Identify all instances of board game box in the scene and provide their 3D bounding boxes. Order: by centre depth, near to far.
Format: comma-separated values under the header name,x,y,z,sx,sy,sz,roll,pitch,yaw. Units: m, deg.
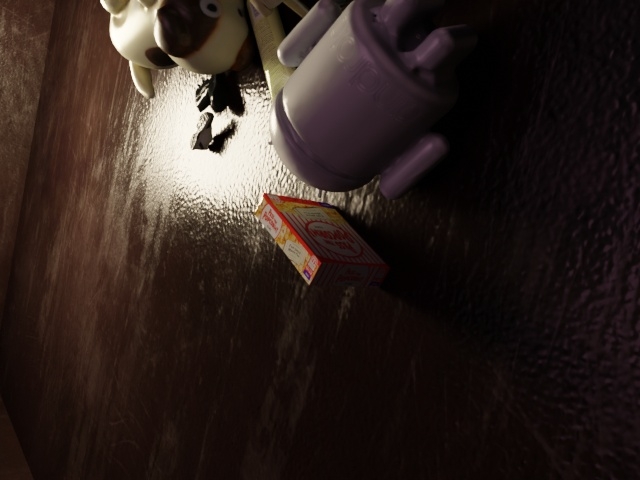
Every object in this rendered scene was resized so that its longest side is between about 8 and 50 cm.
name,x,y,z,sx,sy,sz,roll,pitch,yaw
board game box,0.000,0.000,0.943,0.193,0.147,0.045,49,122,40

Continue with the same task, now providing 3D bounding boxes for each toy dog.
name,x,y,z,sx,sy,sz,roll,pitch,yaw
toy dog,-0.321,-0.497,1.285,0.408,0.284,0.395,32,102,43

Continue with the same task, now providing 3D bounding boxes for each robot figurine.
name,x,y,z,sx,sy,sz,roll,pitch,yaw
robot figurine,0.057,-0.207,0.859,0.300,0.200,0.353,54,129,7

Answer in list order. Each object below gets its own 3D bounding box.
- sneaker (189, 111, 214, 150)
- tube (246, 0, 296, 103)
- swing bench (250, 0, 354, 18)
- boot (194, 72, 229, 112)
name,x,y,z,sx,sy,sz,roll,pitch,yaw
sneaker,-0.271,-0.257,1.375,0.109,0.044,0.040,-54,44,37
tube,-0.095,-0.388,1.182,0.070,0.062,0.240,77,177,-73
swing bench,0.030,-0.438,0.881,0.253,0.254,0.165,-10,78,49
boot,-0.260,-0.334,1.373,0.099,0.045,0.121,-27,58,42
